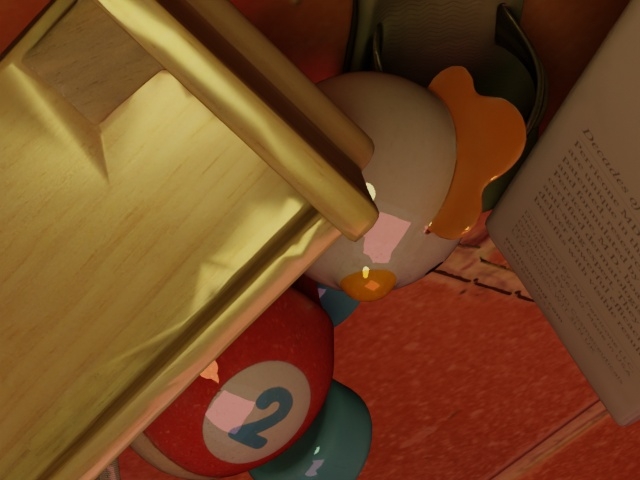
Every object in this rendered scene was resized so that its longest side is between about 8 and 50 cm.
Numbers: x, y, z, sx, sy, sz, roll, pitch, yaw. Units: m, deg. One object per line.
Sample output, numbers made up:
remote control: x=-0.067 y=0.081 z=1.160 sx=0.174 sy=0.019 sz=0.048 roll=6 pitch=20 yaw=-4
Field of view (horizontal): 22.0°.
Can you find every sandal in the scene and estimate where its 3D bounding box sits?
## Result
sandal: x=0.073 y=-0.091 z=0.907 sx=0.120 sy=0.086 sz=0.303 roll=-20 pitch=151 yaw=-3

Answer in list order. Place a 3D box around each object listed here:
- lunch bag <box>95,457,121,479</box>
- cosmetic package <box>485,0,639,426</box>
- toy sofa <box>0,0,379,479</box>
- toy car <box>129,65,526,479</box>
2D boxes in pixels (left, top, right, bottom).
lunch bag: x=-0.240 y=0.123 z=0.949 sx=0.235 sy=0.169 sz=0.287 roll=-14 pitch=136 yaw=-16
cosmetic package: x=0.256 y=-0.066 z=0.832 sx=0.230 sy=0.161 sz=0.453 roll=-30 pitch=169 yaw=-15
toy sofa: x=-0.150 y=0.042 z=0.713 sx=0.150 sy=0.177 sz=0.362 roll=43 pitch=98 yaw=-12
toy car: x=0.000 y=0.000 z=0.841 sx=0.238 sy=0.210 sz=0.219 roll=-23 pitch=141 yaw=33
